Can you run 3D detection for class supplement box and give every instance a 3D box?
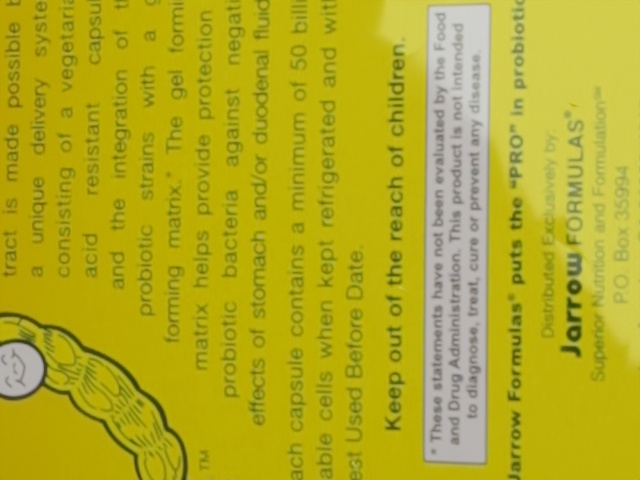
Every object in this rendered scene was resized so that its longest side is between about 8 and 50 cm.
[{"bbox_3d":[0.000,0.000,0.650,0.356,0.194,0.195,0,89,17],"label":"supplement box"}]
